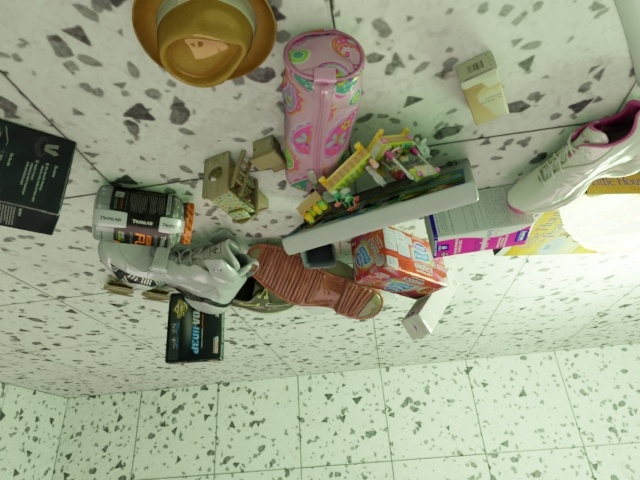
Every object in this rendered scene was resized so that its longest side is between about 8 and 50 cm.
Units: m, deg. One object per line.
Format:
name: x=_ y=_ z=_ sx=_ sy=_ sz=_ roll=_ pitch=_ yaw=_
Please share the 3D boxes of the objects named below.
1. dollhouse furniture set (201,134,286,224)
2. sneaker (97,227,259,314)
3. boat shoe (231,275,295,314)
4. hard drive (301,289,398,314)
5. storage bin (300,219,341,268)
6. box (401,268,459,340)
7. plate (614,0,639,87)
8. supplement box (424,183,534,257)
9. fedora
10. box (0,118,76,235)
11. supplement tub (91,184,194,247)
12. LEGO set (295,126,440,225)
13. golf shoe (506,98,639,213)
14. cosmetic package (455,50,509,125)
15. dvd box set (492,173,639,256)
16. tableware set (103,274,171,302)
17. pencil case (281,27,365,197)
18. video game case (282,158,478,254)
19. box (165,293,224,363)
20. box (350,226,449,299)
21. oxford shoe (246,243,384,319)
dollhouse furniture set: x=-0.115 y=-0.097 z=0.888 sx=0.161 sy=0.101 sz=0.182 roll=-15 pitch=150 yaw=20
sneaker: x=-0.335 y=0.041 z=1.091 sx=0.366 sy=0.137 sz=0.210 roll=31 pitch=124 yaw=-28
boat shoe: x=-0.207 y=0.157 z=1.337 sx=0.305 sy=0.109 sz=0.091 roll=7 pitch=155 yaw=-12
hard drive: x=0.080 y=0.177 z=1.482 sx=0.318 sy=0.040 sz=0.210 roll=-15 pitch=150 yaw=18
storage bin: x=0.000 y=0.000 z=1.094 sx=0.098 sy=0.091 sz=0.135 roll=-6 pitch=152 yaw=3
box: x=0.329 y=0.178 z=1.298 sx=0.063 sy=0.067 sz=0.324 roll=-33 pitch=-179 yaw=36
plate: x=0.572 y=-0.340 z=0.592 sx=0.277 sy=0.045 sz=0.278 roll=-26 pitch=145 yaw=33
supplement box: x=0.364 y=-0.044 z=1.040 sx=0.220 sy=0.114 sz=0.111 roll=-11 pitch=150 yaw=8
fedora: x=-0.155 y=-0.266 z=0.594 sx=0.194 sy=0.079 sz=0.194 roll=-4 pitch=152 yaw=-2
box: x=-0.523 y=-0.109 z=0.754 sx=0.158 sy=0.156 sz=0.093 roll=15 pitch=147 yaw=-32
supplement tub: x=-0.369 y=-0.047 z=0.931 sx=0.190 sy=0.117 sz=0.117 roll=7 pitch=150 yaw=-19
LEGO set: x=0.102 y=-0.103 z=0.764 sx=0.287 sy=0.107 sz=0.132 roll=-30 pitch=158 yaw=-25
golf shoe: x=0.501 y=-0.161 z=0.867 sx=0.306 sy=0.115 sz=0.140 roll=-31 pitch=131 yaw=30
cosmetic package: x=0.268 y=-0.246 z=0.727 sx=0.060 sy=0.041 sz=0.115 roll=-19 pitch=148 yaw=25
dvd box set: x=0.690 y=-0.056 z=1.113 sx=0.420 sy=0.062 sz=0.308 roll=-1 pitch=151 yaw=-6
tableware set: x=-0.555 y=0.147 z=1.350 sx=0.194 sy=0.039 sz=0.128 roll=13 pitch=159 yaw=-19
pencil case: x=-0.002 y=-0.189 z=0.717 sx=0.124 sy=0.124 sz=0.284 roll=-1 pitch=151 yaw=-6
video game case: x=0.124 y=-0.072 z=0.840 sx=0.329 sy=0.036 sz=0.300 roll=-16 pitch=-168 yaw=21
box: x=-0.399 y=0.280 z=1.420 sx=0.175 sy=0.220 sz=0.051 roll=-3 pitch=156 yaw=-2
box: x=0.216 y=0.064 z=1.200 sx=0.257 sy=0.128 sz=0.122 roll=18 pitch=145 yaw=-36
oxford shoe: x=-0.020 y=0.102 z=1.234 sx=0.397 sy=0.146 sz=0.140 roll=25 pitch=107 yaw=-13
